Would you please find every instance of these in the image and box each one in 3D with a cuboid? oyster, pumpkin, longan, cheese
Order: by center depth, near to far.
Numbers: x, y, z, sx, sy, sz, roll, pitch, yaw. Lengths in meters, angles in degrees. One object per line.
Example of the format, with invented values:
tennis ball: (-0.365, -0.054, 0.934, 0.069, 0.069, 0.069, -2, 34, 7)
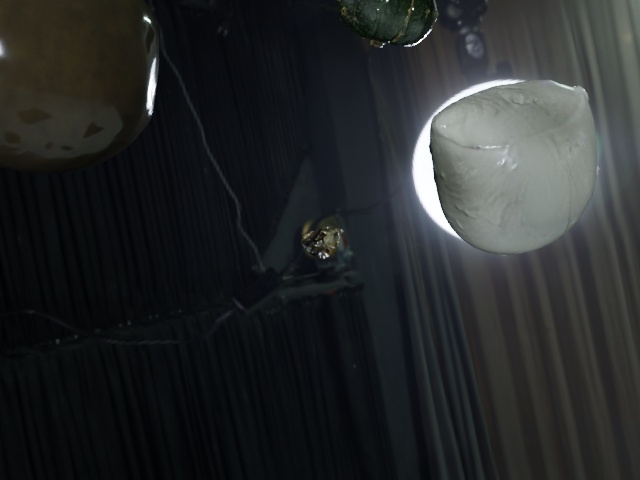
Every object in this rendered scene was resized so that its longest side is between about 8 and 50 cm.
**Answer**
cheese: (0.226, -0.080, 0.767, 0.198, 0.189, 0.154, -16, 29, -21)
longan: (-0.344, -0.218, 0.796, 0.297, 0.297, 0.297, -11, -1, 0)
oyster: (-0.002, -0.001, 0.983, 0.019, 0.054, 0.083, 38, -13, -31)
pumpkin: (0.123, -0.441, 1.250, 0.146, 0.190, 0.190, -54, -16, 17)
